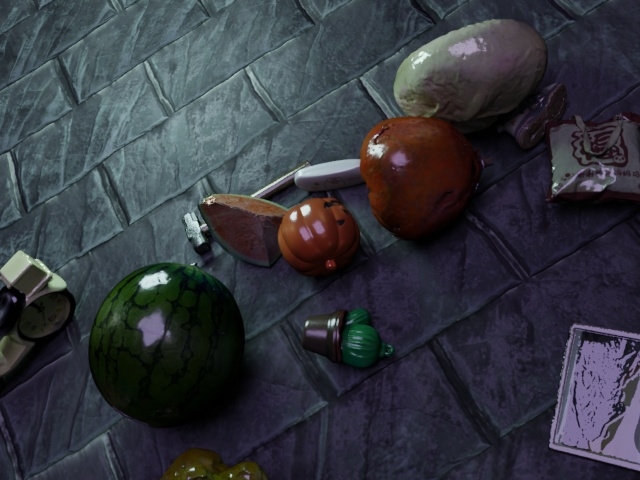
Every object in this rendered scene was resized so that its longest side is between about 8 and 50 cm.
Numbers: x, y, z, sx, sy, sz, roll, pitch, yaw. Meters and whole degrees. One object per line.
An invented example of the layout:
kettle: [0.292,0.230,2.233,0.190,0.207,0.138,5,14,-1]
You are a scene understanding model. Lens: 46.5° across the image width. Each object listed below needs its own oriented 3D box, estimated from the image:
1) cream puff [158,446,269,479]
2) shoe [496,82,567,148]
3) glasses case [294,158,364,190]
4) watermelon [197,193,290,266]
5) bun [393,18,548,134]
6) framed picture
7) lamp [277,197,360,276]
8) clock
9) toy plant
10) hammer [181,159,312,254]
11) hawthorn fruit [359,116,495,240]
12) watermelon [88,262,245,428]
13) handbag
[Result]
cream puff: [-0.229,0.590,1.475,0.274,0.269,0.323,-13,53,53]
shoe: [0.492,-0.295,1.727,0.180,0.089,0.092,-49,47,-10]
glasses case: [0.031,-0.159,1.824,0.193,0.074,0.049,-7,63,16]
watermelon: [-0.181,-0.024,1.819,0.231,0.128,0.146,16,109,12]
bun: [0.344,-0.358,1.684,0.361,0.361,0.213,-19,91,10]
framed picture: [0.559,0.299,1.440,0.192,0.018,0.266,8,68,24]
lamp: [0.000,0.000,1.694,0.187,0.188,0.164,-26,61,6]
clock: [-0.785,0.220,1.820,0.120,0.276,0.379,34,76,31]
toy plant: [0.063,0.209,1.620,0.200,0.105,0.143,7,52,4]
hammer: [-0.181,-0.099,1.896,0.365,0.043,0.111,-31,57,1]
hawthorn fruit: [0.241,-0.152,1.653,0.307,0.276,0.276,-16,59,-5]
watermelon: [-0.327,0.221,1.618,0.363,0.363,0.363,-8,62,16]
handbag: [0.592,-0.170,1.602,0.212,0.127,0.235,-2,52,17]
